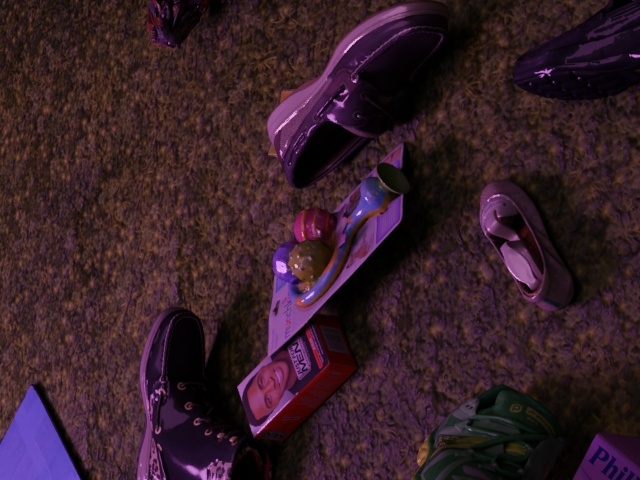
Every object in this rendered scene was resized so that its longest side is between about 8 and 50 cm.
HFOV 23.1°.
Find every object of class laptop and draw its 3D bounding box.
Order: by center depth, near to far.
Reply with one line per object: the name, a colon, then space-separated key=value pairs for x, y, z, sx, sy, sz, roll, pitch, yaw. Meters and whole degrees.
laptop: x=-0.467 y=0.444 z=1.995 sx=0.236 sy=0.408 sz=0.382 roll=35 pitch=111 yaw=13

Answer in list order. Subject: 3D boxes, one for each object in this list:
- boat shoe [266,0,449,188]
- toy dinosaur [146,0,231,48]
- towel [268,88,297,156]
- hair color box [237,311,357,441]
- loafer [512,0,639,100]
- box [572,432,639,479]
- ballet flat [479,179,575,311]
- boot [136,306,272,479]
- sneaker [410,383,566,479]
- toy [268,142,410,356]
boat shoe: x=0.044 y=-0.148 z=1.647 sx=0.285 sy=0.103 sz=0.092 roll=-37 pitch=58 yaw=43
toy dinosaur: x=-0.144 y=-0.395 z=1.902 sx=0.218 sy=0.164 sz=0.321 roll=-154 pitch=62 yaw=-76
towel: x=-0.034 y=-0.135 z=1.802 sx=0.060 sy=0.009 sz=0.083 roll=11 pitch=88 yaw=50
hair color box: x=-0.027 y=0.148 z=1.687 sx=0.141 sy=0.043 sz=0.072 roll=-48 pitch=47 yaw=31
loafer: x=0.270 y=-0.180 z=1.403 sx=0.223 sy=0.076 sz=0.078 roll=-13 pitch=65 yaw=43
box: x=0.268 y=0.312 z=1.229 sx=0.213 sy=0.117 sz=0.243 roll=41 pitch=111 yaw=48
ballet flat: x=0.184 y=-0.003 z=1.469 sx=0.057 sy=0.052 sz=0.168 roll=-55 pitch=44 yaw=25
boot: x=-0.125 y=0.199 z=1.761 sx=0.179 sy=0.085 sz=0.236 roll=5 pitch=90 yaw=49
sneaker: x=0.145 y=0.188 z=1.336 sx=0.123 sy=0.109 sz=0.295 roll=-54 pitch=6 yaw=9
toy: x=0.000 y=0.000 z=1.657 sx=0.237 sy=0.056 sz=0.137 roll=-43 pitch=25 yaw=31
